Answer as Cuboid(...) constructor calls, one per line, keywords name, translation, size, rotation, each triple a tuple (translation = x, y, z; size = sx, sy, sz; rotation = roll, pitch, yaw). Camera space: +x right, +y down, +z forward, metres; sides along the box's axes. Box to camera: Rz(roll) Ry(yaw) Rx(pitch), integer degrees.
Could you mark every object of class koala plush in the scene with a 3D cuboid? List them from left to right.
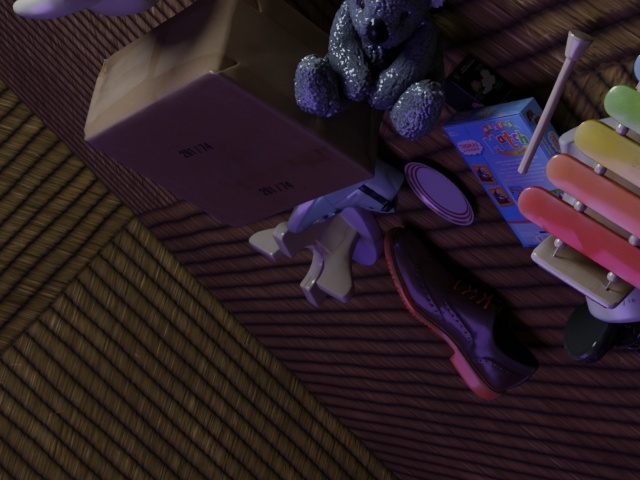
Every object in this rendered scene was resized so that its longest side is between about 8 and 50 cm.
Cuboid(name="koala plush", translation=(0.081, -0.280, 1.574), size=(0.196, 0.203, 0.221), rotation=(14, 139, 11))

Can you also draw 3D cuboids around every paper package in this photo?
Cuboid(name="paper package", translation=(-0.115, -0.180, 1.773), size=(0.309, 0.168, 0.325), rotation=(31, 147, -31))

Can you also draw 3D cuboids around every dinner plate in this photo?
Cuboid(name="dinner plate", translation=(0.195, -0.079, 2.028), size=(0.141, 0.017, 0.141), rotation=(37, 161, 15))

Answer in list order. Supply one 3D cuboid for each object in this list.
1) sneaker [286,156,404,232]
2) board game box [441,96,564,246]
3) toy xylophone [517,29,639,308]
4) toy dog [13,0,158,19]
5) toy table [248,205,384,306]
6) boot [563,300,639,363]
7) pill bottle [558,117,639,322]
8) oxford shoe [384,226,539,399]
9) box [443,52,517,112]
Cuboid(name="sneaker", translation=(0.044, -0.060, 2.129), size=(0.151, 0.094, 0.256), rotation=(28, 144, -9))
Cuboid(name="board game box", translation=(0.271, -0.084, 1.638), size=(0.211, 0.039, 0.160), rotation=(52, 154, -19))
Cuboid(name="toy xylophone", translation=(0.331, -0.093, 1.390), size=(0.236, 0.081, 0.322), rotation=(27, 117, 25))
Cuboid(name="toy dog", translation=(-0.330, -0.434, 1.722), size=(0.408, 0.395, 0.284), rotation=(14, 158, 39))
Cuboid(name="toy table", translation=(0.000, 0.000, 2.387), size=(0.252, 0.161, 0.274), rotation=(24, 156, 44))
Cuboid(name="boot", translation=(0.452, 0.145, 1.690), size=(0.229, 0.263, 0.091), rotation=(51, 135, -8))
Cuboid(name="pill bottle", translation=(0.366, -0.027, 1.522), size=(0.131, 0.131, 0.229), rotation=(9, 119, 59))
Cuboid(name="oxford shoe", translation=(0.254, 0.110, 2.240), size=(0.133, 0.130, 0.363), rotation=(-33, 100, 38))
Cuboid(name="box", translation=(0.208, -0.195, 1.672), size=(0.083, 0.052, 0.062), rotation=(40, 161, 7))
